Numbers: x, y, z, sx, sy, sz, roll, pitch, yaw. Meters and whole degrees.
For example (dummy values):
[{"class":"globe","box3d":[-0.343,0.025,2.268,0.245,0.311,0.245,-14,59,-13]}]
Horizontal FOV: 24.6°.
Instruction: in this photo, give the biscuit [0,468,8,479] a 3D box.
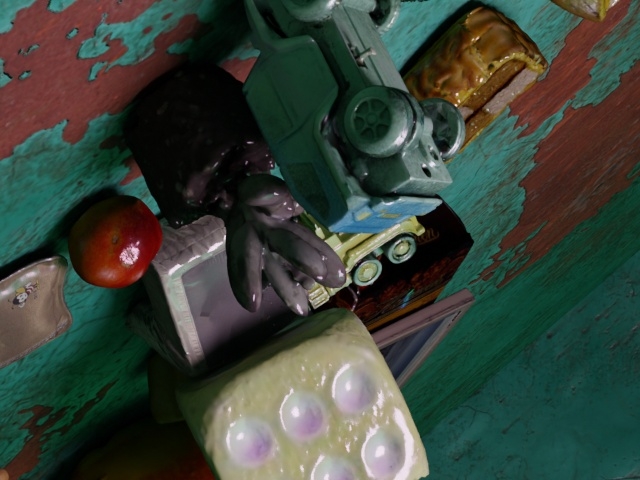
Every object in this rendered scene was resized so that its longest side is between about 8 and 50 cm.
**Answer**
[{"class":"biscuit","box3d":[-0.539,0.374,1.968,0.160,0.030,0.250,-45,160,18]}]

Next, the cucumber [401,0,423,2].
[{"class":"cucumber","box3d":[0.111,-0.287,1.637,0.257,0.043,0.044,-18,157,-47]}]

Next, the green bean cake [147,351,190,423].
[{"class":"green bean cake","box3d":[-0.109,0.186,2.117,0.233,0.124,0.236,-11,174,28]}]

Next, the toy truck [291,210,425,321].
[{"class":"toy truck","box3d":[-0.002,0.004,2.015,0.259,0.128,0.135,-36,135,-5]}]

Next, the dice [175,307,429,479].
[{"class":"dice","box3d":[-0.022,0.242,1.855,0.252,0.254,0.250,-28,-175,-6]}]

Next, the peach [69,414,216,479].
[{"class":"peach","box3d":[-0.220,0.451,2.227,0.370,0.370,0.370,-34,160,-14]}]

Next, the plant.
[{"class":"plant","box3d":[-0.078,-0.048,1.492,0.146,0.274,0.149,-22,154,-27]}]

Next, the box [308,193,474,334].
[{"class":"box","box3d":[0.053,0.119,2.336,0.264,0.116,0.415,-23,156,-36]}]

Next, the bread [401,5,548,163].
[{"class":"bread","box3d":[0.175,-0.194,1.882,0.222,0.096,0.181,-45,160,22]}]

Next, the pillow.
[{"class":"pillow","box3d":[-0.340,0.086,1.674,0.130,0.033,0.217,-29,159,-22]}]

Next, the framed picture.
[{"class":"framed picture","box3d":[0.045,0.262,2.432,0.326,0.028,0.446,-22,156,-39]}]

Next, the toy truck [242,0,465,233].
[{"class":"toy truck","box3d":[0.021,-0.147,1.435,0.156,0.279,0.155,-32,165,24]}]

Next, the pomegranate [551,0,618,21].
[{"class":"pomegranate","box3d":[0.308,-0.408,1.508,0.310,0.216,0.358,-53,-173,34]}]

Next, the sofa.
[{"class":"sofa","box3d":[-0.145,0.024,1.826,0.210,0.176,0.225,-32,131,-19]}]

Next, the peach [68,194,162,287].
[{"class":"peach","box3d":[-0.224,0.000,1.605,0.101,0.100,0.100,-34,160,-14]}]
